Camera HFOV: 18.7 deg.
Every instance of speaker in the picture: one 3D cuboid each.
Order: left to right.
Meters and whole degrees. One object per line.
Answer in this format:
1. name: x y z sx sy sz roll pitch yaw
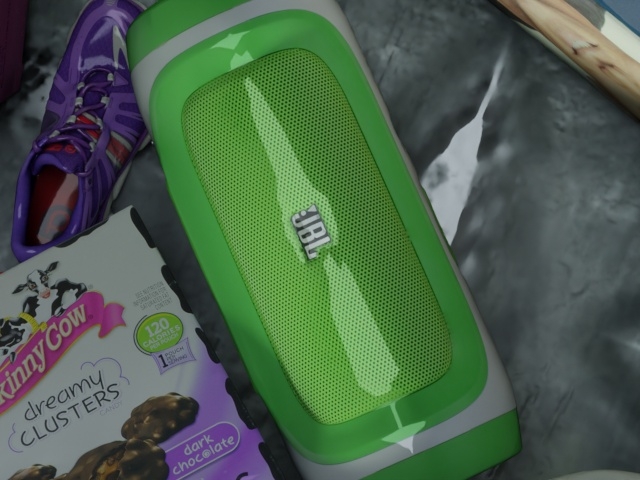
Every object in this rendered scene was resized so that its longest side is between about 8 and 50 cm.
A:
1. speaker: 0.000 0.000 1.060 0.131 0.131 0.296 -24 84 2

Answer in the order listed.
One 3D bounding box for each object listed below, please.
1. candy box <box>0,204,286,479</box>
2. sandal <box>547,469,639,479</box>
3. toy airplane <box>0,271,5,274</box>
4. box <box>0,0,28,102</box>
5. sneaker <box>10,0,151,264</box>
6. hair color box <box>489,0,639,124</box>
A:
1. candy box: -0.125 0.106 1.044 0.165 0.070 0.196 -28 69 -6
2. sandal: 0.015 0.214 1.034 0.416 0.102 0.169 -22 128 18
3. toy airplane: -0.160 0.093 1.112 0.151 0.028 0.151 0 84 4
4. box: -0.285 -0.194 1.068 0.243 0.117 0.214 11 107 6
5. sneaker: -0.132 -0.058 1.101 0.068 0.071 0.170 14 86 5
6. hair color box: 0.160 -0.146 1.007 0.347 0.174 0.105 38 89 -4
